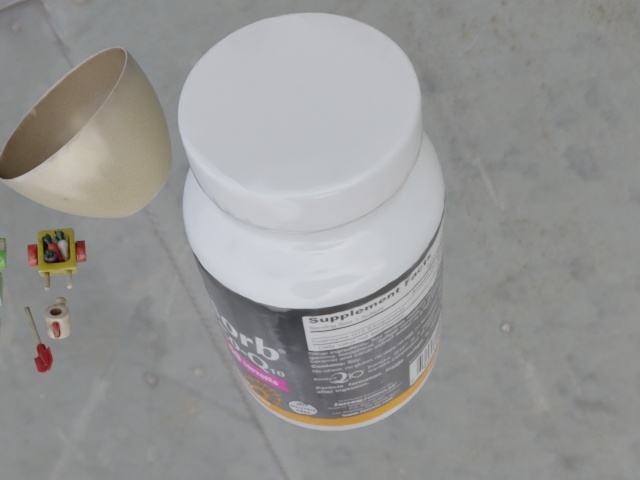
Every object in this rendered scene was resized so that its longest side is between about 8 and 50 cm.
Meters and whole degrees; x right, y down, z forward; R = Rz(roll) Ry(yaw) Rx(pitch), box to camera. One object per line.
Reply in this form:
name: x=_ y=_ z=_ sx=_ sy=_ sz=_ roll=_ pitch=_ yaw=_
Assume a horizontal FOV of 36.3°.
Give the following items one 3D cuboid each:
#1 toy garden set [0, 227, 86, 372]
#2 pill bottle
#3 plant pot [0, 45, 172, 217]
toy garden set: x=-0.367 y=0.065 z=1.095 sx=0.204 sy=0.244 sz=0.049 roll=-4 pitch=129 yaw=-12
pill bottle: x=0.000 y=0.000 z=0.632 sx=0.162 sy=0.162 sz=0.278 roll=15 pitch=150 yaw=16
plant pot: x=-0.350 y=-0.146 z=1.576 sx=0.284 sy=0.284 sz=0.191 roll=-21 pitch=129 yaw=34
